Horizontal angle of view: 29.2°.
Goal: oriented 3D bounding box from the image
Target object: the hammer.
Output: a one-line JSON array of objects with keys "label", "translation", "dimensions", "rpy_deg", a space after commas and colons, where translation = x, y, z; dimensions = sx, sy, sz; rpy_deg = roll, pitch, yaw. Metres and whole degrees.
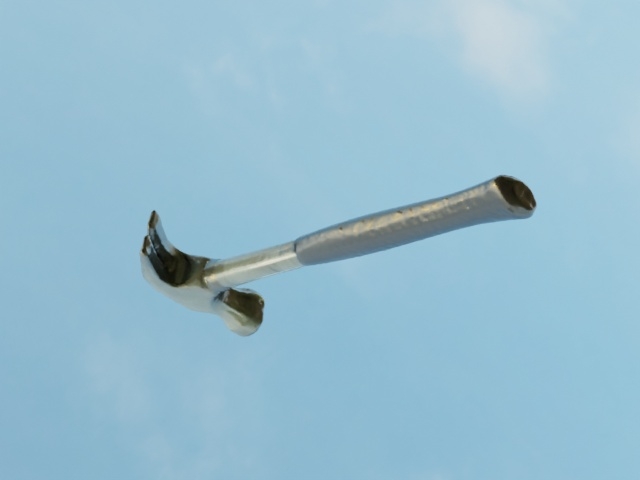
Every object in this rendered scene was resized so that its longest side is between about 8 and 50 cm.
[{"label": "hammer", "translation": [0.000, 0.000, 0.628], "dimensions": [0.103, 0.246, 0.029], "rpy_deg": [32, -123, -35]}]
